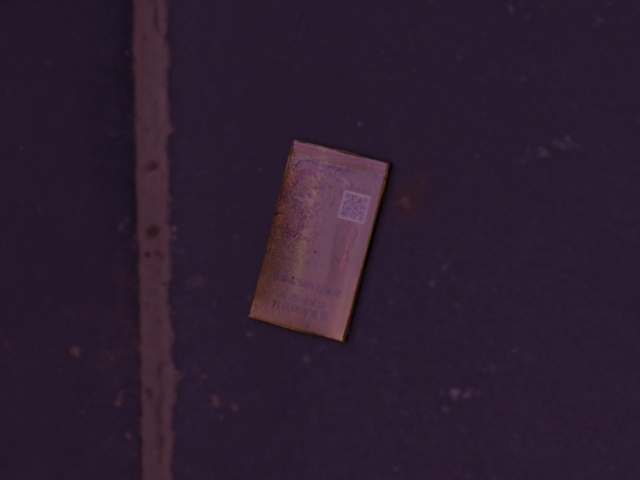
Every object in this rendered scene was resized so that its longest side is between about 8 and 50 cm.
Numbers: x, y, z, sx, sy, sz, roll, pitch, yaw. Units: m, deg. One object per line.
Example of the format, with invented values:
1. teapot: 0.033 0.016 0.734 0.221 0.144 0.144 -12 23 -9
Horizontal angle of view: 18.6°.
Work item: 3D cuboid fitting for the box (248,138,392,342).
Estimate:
1. box: 0.000 0.000 1.629 0.089 0.022 0.156 13 90 11
